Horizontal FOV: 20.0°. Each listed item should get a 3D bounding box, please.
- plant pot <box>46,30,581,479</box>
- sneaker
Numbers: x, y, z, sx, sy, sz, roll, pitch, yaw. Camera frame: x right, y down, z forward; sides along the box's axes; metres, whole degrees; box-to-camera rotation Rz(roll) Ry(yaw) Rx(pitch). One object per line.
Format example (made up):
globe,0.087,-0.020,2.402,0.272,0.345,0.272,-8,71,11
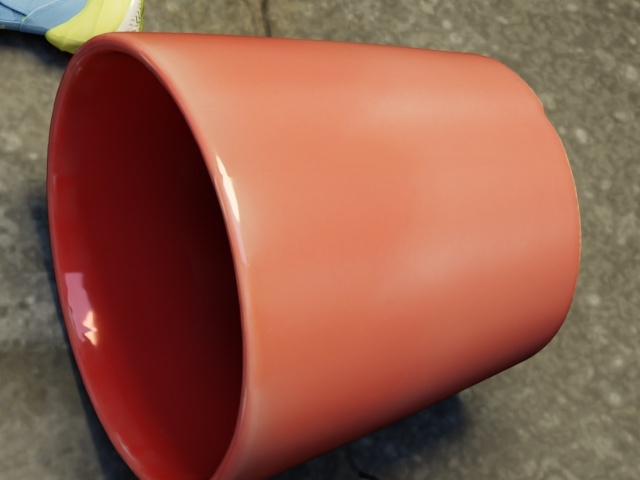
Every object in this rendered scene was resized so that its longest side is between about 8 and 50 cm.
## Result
plant pot,0.000,0.000,1.066,0.243,0.275,0.275,-10,73,-28
sneaker,-0.175,-0.238,1.184,0.126,0.091,0.240,3,71,-12
